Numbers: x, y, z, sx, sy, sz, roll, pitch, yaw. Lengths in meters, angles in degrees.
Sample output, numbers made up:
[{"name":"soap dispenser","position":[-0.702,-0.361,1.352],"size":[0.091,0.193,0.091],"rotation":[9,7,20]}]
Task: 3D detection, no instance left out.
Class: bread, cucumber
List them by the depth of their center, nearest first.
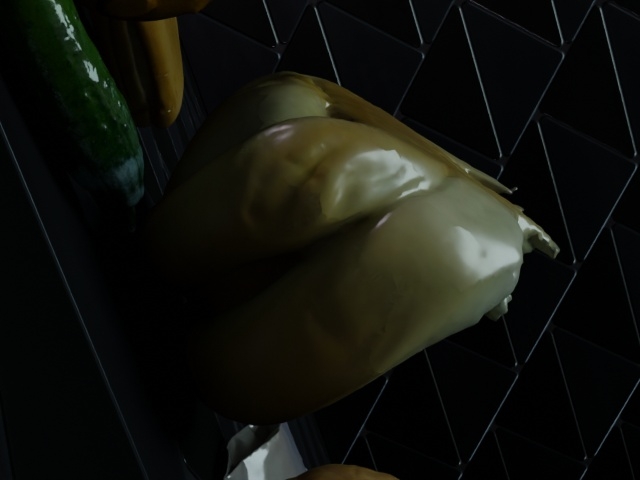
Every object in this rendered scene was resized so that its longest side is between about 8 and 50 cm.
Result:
[{"name":"cucumber","position":[-0.154,-0.098,0.649],"size":[0.056,0.056,0.250],"rotation":[-110,179,-53]},{"name":"bread","position":[0.012,-0.023,0.895],"size":[0.424,0.329,0.245],"rotation":[-86,158,-77]},{"name":"bread","position":[-0.179,-0.206,1.034],"size":[0.200,0.077,0.116],"rotation":[85,2,-52]}]

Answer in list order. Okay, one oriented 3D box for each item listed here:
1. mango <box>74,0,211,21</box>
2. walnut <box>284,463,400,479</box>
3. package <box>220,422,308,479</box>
[{"name":"mango","position":[-0.147,-0.261,0.727],"size":[0.153,0.201,0.287],"rotation":[31,-15,29]},{"name":"walnut","position":[0.015,0.222,0.653],"size":[0.197,0.165,0.165],"rotation":[-105,176,-66]},{"name":"package","position":[-0.036,0.272,0.935],"size":[0.251,0.062,0.203],"rotation":[-36,108,-77]}]
